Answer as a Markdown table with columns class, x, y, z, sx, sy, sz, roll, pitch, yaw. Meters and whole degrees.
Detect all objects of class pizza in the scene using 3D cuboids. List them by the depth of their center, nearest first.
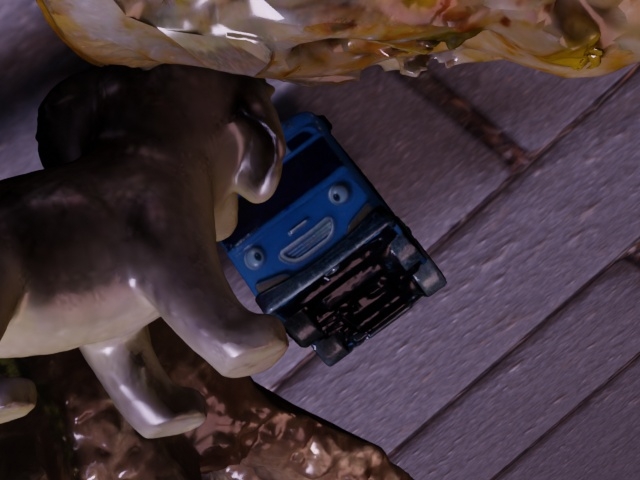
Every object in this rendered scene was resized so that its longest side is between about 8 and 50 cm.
| class | x | y | z | sx | sy | sz | roll | pitch | yaw |
| --- | --- | --- | --- | --- | --- | --- | --- | --- | --- |
| pizza | 0.025 | -0.098 | 0.768 | 0.297 | 0.071 | 0.189 | 3 | 164 | -8 |

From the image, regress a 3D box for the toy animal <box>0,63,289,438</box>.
| class | x | y | z | sx | sy | sz | roll | pitch | yaw |
| --- | --- | --- | --- | --- | --- | --- | --- | --- | --- |
| toy animal | -0.104 | 0.009 | 0.837 | 0.233 | 0.169 | 0.121 | -25 | 167 | -31 |

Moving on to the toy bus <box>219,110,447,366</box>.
| class | x | y | z | sx | sy | sz | roll | pitch | yaw |
| --- | --- | --- | --- | --- | --- | --- | --- | --- | --- |
| toy bus | 0.000 | 0.000 | 1.067 | 0.090 | 0.106 | 0.184 | -35 | 164 | 3 |

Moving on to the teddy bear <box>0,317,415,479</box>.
| class | x | y | z | sx | sy | sz | roll | pitch | yaw |
| --- | --- | --- | --- | --- | --- | --- | --- | --- | --- |
| teddy bear | -0.108 | 0.134 | 1.011 | 0.222 | 0.246 | 0.296 | -53 | 131 | -12 |
